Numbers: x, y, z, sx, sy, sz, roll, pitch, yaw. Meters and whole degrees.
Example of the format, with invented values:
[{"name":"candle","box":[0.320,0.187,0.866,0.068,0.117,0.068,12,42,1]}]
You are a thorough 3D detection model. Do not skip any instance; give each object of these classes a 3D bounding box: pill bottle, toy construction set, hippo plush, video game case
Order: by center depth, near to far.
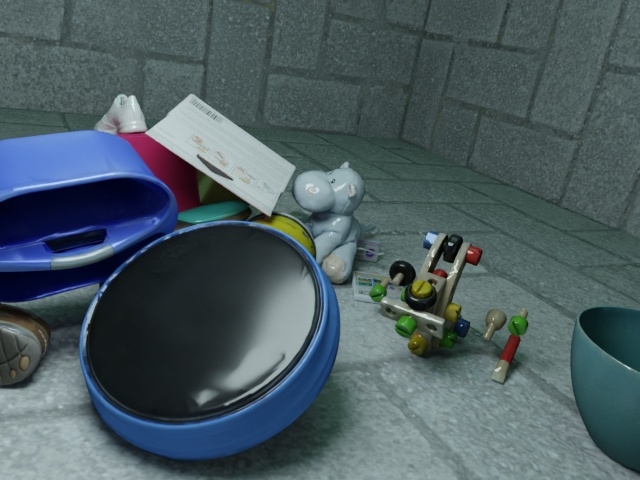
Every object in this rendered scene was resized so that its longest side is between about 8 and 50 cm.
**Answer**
[{"name":"toy construction set","box":[0.241,0.163,1.109,0.309,0.257,0.237,37,44,8]},{"name":"pill bottle","box":[-0.121,0.072,1.138,0.188,0.187,0.334,12,20,5]},{"name":"video game case","box":[0.156,0.120,1.391,0.157,0.019,0.143,9,19,-1]},{"name":"hippo plush","box":[0.034,-0.050,1.398,0.295,0.236,0.234,1,42,-10]}]

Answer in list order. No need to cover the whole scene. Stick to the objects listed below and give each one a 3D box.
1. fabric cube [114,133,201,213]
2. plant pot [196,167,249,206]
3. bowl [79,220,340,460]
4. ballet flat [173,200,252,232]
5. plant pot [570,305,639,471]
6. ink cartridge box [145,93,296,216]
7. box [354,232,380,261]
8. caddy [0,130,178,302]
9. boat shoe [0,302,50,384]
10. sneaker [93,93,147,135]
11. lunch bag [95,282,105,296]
[{"name":"fabric cube","box":[-0.453,-0.107,1.289,0.254,0.258,0.258,1,12,33]},{"name":"plant pot","box":[-0.313,-0.126,1.580,0.237,0.237,0.254,12,33,4]},{"name":"bowl","box":[-0.166,0.123,0.855,0.392,0.077,0.391,-5,48,5]},{"name":"ballet flat","box":[-0.291,0.002,1.178,0.343,0.124,0.116,-16,23,-42]},{"name":"plant pot","box":[0.541,0.259,0.930,0.291,0.195,0.290,8,20,-3]},{"name":"ink cartridge box","box":[-0.213,-0.173,1.239,0.296,0.066,0.261,34,31,-10]},{"name":"box","box":[0.000,0.000,1.578,0.324,0.063,0.067,8,21,-5]},{"name":"caddy","box":[-0.399,-0.027,0.894,0.342,0.241,0.179,-16,55,-33]},{"name":"boat shoe","box":[-0.579,0.134,0.871,0.325,0.123,0.116,17,15,-7]},{"name":"sneaker","box":[-0.460,-0.286,1.309,0.080,0.094,0.212,-14,13,-42]},{"name":"lunch bag","box":[-0.388,0.110,1.080,0.065,0.067,0.098,-3,21,-34]}]
